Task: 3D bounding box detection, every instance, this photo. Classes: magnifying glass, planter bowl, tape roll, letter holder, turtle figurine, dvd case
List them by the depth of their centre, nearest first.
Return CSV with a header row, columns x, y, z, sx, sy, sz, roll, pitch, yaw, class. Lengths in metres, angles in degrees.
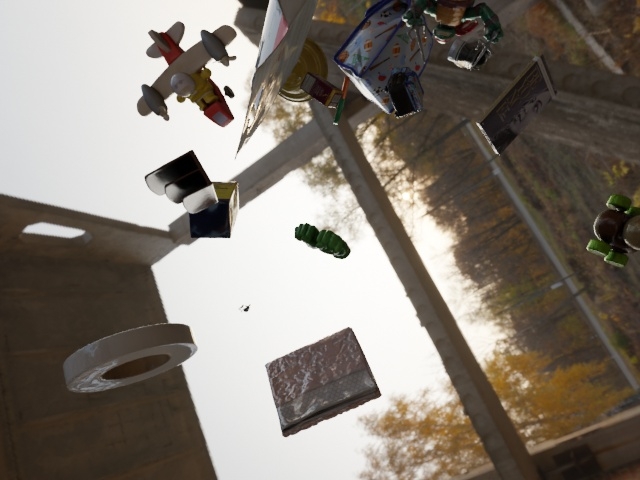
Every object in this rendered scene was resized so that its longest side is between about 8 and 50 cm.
x,y,z,sx,sy,sz,roll,pitch,yaw,class
0.229,-0.411,0.810,0.234,0.175,0.118,86,-177,-57,turtle figurine
0.518,-0.349,1.222,0.164,0.221,0.018,31,-167,-46,dvd case
-0.581,0.367,1.454,0.392,0.392,0.072,19,-135,-61,tape roll
-0.090,-0.569,1.560,0.217,0.217,0.090,54,-156,-10,planter bowl
-0.539,-0.197,1.824,0.152,0.214,0.302,60,169,3,letter holder
0.089,-0.587,1.967,0.026,0.231,0.092,18,-125,-1,magnifying glass

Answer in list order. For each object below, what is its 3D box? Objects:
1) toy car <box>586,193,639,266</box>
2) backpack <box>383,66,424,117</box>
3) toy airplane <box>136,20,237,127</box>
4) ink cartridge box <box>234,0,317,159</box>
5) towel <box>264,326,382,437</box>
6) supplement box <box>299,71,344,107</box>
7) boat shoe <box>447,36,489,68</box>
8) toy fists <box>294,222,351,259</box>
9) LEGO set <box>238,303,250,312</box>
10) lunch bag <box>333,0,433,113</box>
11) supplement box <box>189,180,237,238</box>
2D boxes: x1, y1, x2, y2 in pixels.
x,y,z,sx,sy,sz,roll,pitch,yaw,class
0.786,-0.014,1.134,0.148,0.155,0.188,25,179,-23,toy car
0.324,-0.580,1.777,0.158,0.116,0.173,54,-142,-40,backpack
-0.513,-0.634,1.775,0.384,0.386,0.272,8,-152,-4,toy airplane
-0.118,-0.410,1.033,0.091,0.308,0.385,28,-119,-5,ink cartridge box
-0.004,0.440,1.506,0.317,0.331,0.053,-119,7,-60,towel
0.003,-0.346,1.074,0.083,0.043,0.055,38,-154,13,supplement box
0.602,-0.724,1.851,0.119,0.121,0.335,36,-145,15,boat shoe
0.000,0.000,2.055,0.279,0.096,0.142,21,160,38,toy fists
-0.335,0.308,2.083,0.023,0.054,0.083,50,-159,21,LEGO set
0.292,-0.804,1.982,0.239,0.385,0.327,47,-167,32,lunch bag
-0.526,-0.163,2.344,0.356,0.195,0.194,-99,10,-67,supplement box
